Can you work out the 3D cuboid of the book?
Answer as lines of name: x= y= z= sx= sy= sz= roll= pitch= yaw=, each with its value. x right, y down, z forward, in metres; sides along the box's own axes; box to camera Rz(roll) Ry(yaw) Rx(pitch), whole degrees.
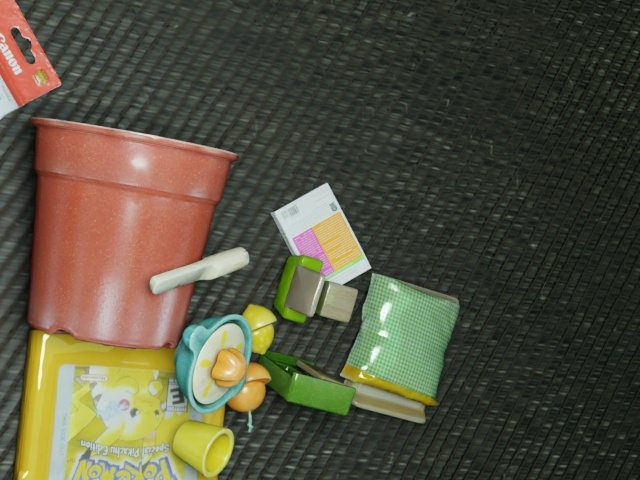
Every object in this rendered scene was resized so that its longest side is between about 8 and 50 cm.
book: x=0.000 y=0.000 z=1.900 sx=0.096 sy=0.035 sz=0.144 roll=-29 pitch=99 yaw=-21

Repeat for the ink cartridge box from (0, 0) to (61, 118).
ink cartridge box: x=-0.448 y=-0.230 z=1.693 sx=0.179 sy=0.045 sz=0.145 roll=-32 pitch=101 yaw=-21

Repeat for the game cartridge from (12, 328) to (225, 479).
game cartridge: x=-0.270 y=0.292 z=1.742 sx=0.285 sy=0.052 sz=0.324 roll=7 pitch=83 yaw=-25

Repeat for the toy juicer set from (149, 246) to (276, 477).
toy juicer set: x=-0.115 y=0.136 z=1.671 sx=0.209 sy=0.089 sz=0.329 roll=-43 pitch=141 yaw=-41

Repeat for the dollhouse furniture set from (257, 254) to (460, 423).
dollhouse furniture set: x=0.085 y=0.153 z=1.847 sx=0.301 sy=0.151 sz=0.198 roll=17 pitch=91 yaw=-24

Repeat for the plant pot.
plant pot: x=-0.261 y=-0.005 z=1.662 sx=0.272 sy=0.272 sz=0.265 roll=10 pitch=90 yaw=-25
